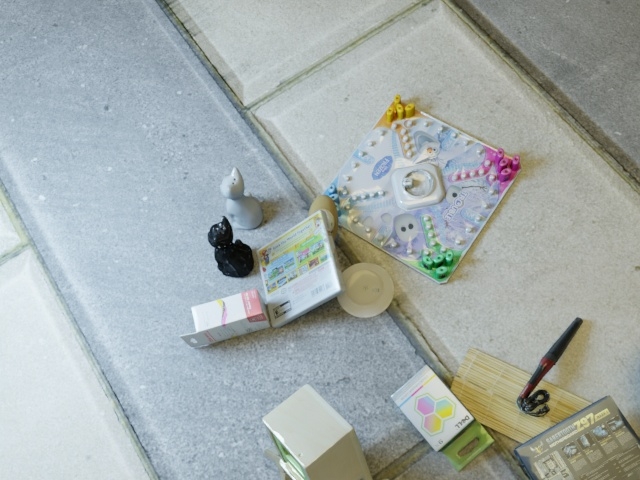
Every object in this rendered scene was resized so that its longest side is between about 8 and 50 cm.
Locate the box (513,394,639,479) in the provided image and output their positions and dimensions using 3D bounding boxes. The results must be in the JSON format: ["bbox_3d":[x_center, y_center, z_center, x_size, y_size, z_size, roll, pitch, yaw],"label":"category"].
[{"bbox_3d":[0.547,0.456,1.497,0.232,0.059,0.183,-30,70,-1],"label":"box"}]

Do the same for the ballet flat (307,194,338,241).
[{"bbox_3d":[0.000,0.000,1.749,0.080,0.073,0.233,9,84,-4],"label":"ballet flat"}]

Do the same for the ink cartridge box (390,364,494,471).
[{"bbox_3d":[0.262,0.384,1.572,0.109,0.062,0.209,-42,68,3],"label":"ink cartridge box"}]

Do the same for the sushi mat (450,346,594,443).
[{"bbox_3d":[0.443,0.364,1.594,0.316,0.019,0.151,24,72,17],"label":"sushi mat"}]

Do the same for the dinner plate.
[{"bbox_3d":[0.106,0.116,1.747,0.141,0.017,0.141,-2,67,5],"label":"dinner plate"}]

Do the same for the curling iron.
[{"bbox_3d":[0.514,0.278,1.605,0.068,0.035,0.274,30,62,15],"label":"curling iron"}]

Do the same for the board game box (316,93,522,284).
[{"bbox_3d":[0.245,-0.143,1.825,0.389,0.050,0.390,31,73,18],"label":"board game box"}]

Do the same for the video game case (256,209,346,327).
[{"bbox_3d":[-0.050,0.069,1.711,0.227,0.026,0.207,-32,61,34],"label":"video game case"}]

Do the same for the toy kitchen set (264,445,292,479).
[{"bbox_3d":[-0.071,0.499,1.596,0.068,0.075,0.083,-9,99,-37],"label":"toy kitchen set"}]

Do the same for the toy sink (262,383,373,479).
[{"bbox_3d":[-0.005,0.436,1.475,0.131,0.234,0.152,-36,46,-18],"label":"toy sink"}]

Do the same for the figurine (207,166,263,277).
[{"bbox_3d":[-0.209,-0.046,1.749,0.092,0.209,0.215,6,67,9],"label":"figurine"}]

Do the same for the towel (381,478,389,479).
[{"bbox_3d":[0.045,0.575,1.464,0.282,0.187,0.049,-22,99,-4],"label":"towel"}]

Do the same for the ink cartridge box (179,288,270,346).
[{"bbox_3d":[-0.227,0.185,1.701,0.198,0.115,0.067,-16,66,-1],"label":"ink cartridge box"}]
